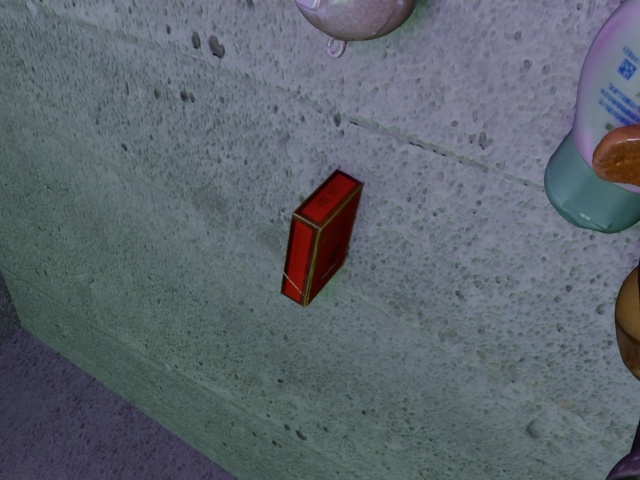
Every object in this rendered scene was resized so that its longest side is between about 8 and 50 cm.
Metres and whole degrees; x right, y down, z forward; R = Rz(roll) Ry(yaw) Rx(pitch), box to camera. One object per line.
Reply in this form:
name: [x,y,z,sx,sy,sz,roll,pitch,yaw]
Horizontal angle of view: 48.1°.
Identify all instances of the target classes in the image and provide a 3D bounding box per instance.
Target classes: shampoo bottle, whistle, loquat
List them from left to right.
whistle: [0.069,-0.410,0.948,0.189,0.189,0.348,27,118,21]
shampoo bottle: [0.401,-0.144,0.875,0.221,0.151,0.350,28,141,6]
loquat: [0.507,0.120,0.998,0.213,0.213,0.213,25,139,23]

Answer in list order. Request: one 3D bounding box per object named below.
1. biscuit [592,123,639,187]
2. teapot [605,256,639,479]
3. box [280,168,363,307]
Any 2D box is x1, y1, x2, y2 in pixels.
biscuit: [0.462,-0.052,0.798,0.324,0.049,0.205,33,146,-15]
teapot: [0.432,0.163,0.723,0.305,0.362,0.376,28,150,12]
box: [-0.001,-0.001,1.381,0.074,0.153,0.240,27,140,14]
